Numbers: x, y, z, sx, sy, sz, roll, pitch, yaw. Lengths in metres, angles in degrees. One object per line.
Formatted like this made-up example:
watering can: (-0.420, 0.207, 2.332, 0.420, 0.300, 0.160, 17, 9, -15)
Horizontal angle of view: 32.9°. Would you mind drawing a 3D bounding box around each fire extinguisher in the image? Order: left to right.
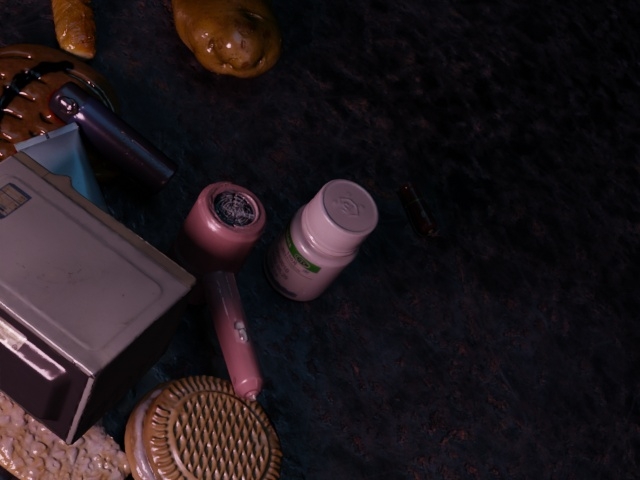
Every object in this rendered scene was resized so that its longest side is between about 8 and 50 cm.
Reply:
fire extinguisher: (0.205, -0.058, 2.220, 0.056, 0.039, 0.132, -24, 71, -4)

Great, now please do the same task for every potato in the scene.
potato: (-0.199, -0.469, 2.198, 0.196, 0.176, 0.369, -24, 58, 3)

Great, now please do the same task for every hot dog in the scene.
hot dog: (-0.484, -0.469, 2.090, 0.088, 0.061, 0.285, -10, 64, -22)

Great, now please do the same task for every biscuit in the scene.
biscuit: (-0.486, -0.193, 1.905, 0.314, 0.063, 0.367, 26, 50, -11)
biscuit: (-0.401, 0.290, 1.650, 0.265, 0.040, 0.188, 32, 50, -9)
biscuit: (-0.181, 0.326, 1.710, 0.259, 0.079, 0.259, 22, 46, -26)

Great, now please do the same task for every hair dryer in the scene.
hair dryer: (-0.145, 0.098, 1.791, 0.125, 0.210, 0.352, -2, 57, -32)

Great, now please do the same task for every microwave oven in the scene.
microwave oven: (-0.418, 0.088, 1.624, 0.355, 0.218, 0.286, 35, 44, 7)

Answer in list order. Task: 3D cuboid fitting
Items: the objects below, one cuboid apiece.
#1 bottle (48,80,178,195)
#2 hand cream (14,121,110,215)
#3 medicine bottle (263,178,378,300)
bottle: (-0.362, -0.179, 1.891, 0.244, 0.072, 0.082, 40, 10, -12)
hand cream: (-0.400, -0.040, 1.814, 0.111, 0.070, 0.312, -22, 83, -19)
medicine bottle: (0.000, 0.000, 1.937, 0.139, 0.237, 0.139, 13, 55, -20)
